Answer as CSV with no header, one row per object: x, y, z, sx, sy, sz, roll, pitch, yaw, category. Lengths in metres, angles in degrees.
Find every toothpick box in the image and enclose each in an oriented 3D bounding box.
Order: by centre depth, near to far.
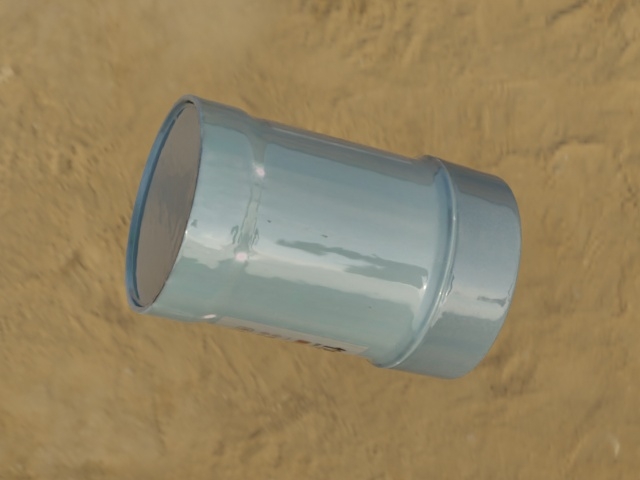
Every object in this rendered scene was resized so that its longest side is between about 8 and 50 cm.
0.000,0.000,0.694,0.153,0.101,0.101,14,65,-20,toothpick box
